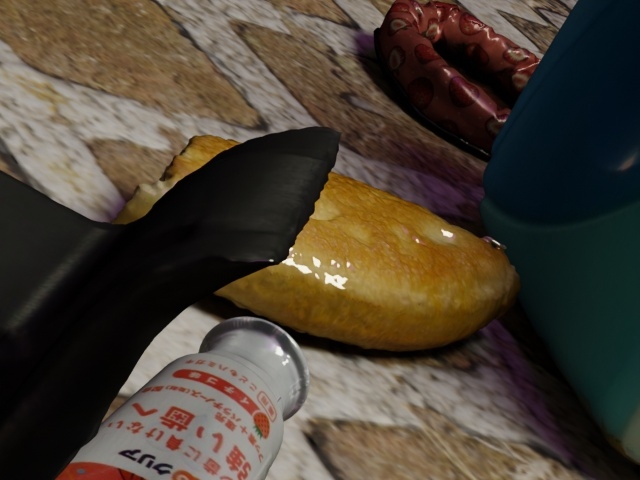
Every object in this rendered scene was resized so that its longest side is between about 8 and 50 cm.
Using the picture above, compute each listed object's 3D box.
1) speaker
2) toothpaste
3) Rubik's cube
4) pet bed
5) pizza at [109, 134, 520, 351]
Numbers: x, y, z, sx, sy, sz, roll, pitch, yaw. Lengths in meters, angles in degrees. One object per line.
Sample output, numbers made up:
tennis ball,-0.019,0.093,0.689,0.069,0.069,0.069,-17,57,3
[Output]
speaker,-0.211,-0.028,0.598,0.388,0.184,0.180,27,20,-2
toothpaste,-0.065,0.099,0.711,0.089,0.057,0.234,27,29,7
Rubik's cube,0.336,-0.030,1.128,0.347,0.351,0.352,24,19,-19
pet bed,0.127,-0.116,1.476,0.201,0.053,0.201,27,25,-14
pizza,0.000,0.003,1.012,0.271,0.056,0.134,5,34,-48
